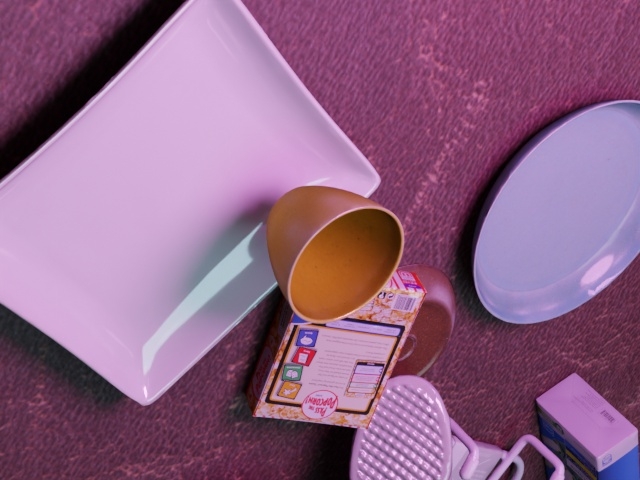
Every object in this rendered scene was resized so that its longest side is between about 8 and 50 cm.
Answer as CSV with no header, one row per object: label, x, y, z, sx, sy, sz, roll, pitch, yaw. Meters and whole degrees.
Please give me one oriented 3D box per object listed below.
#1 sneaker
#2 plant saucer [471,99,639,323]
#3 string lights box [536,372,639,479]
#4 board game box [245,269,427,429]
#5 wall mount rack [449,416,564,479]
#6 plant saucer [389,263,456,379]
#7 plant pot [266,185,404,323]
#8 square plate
sneaker,0.101,0.317,1.630,0.127,0.126,0.321,-17,108,-80
plant saucer,0.303,-0.039,1.637,0.317,0.044,0.318,-22,134,-24
string lights box,0.390,0.325,1.933,0.076,0.133,0.260,-31,137,-15
board game box,0.015,0.117,1.500,0.146,0.045,0.193,10,117,-23
wall mount rack,0.165,0.386,1.807,0.350,0.130,0.304,19,110,-45
plant saucer,0.089,0.120,1.601,0.198,0.036,0.199,-21,133,-25
plant pot,0.000,0.000,1.312,0.134,0.095,0.134,-22,134,-25
square plate,-0.143,-0.035,1.279,0.344,0.049,0.347,-43,139,0
